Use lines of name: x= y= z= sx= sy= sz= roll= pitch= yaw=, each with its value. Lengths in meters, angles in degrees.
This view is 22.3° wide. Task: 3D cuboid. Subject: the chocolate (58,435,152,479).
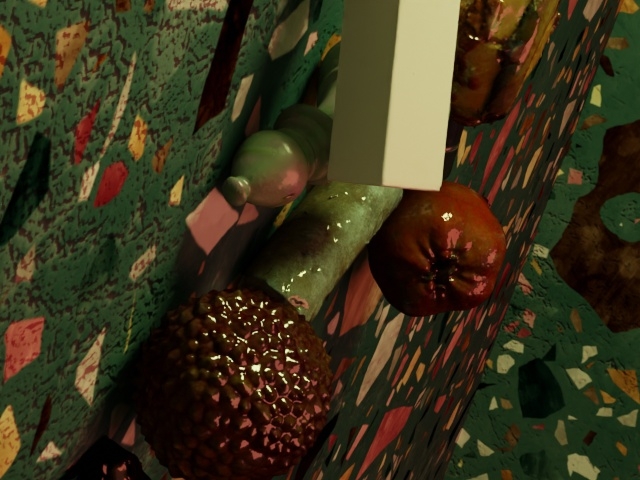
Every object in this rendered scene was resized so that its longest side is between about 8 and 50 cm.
chocolate: x=-0.155 y=0.313 z=1.451 sx=0.206 sy=0.177 sz=0.224 roll=-44 pitch=156 yaw=-57

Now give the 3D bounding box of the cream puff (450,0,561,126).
cream puff: x=0.189 y=-0.249 z=1.863 sx=0.240 sy=0.164 sz=0.240 roll=-63 pitch=-179 yaw=2

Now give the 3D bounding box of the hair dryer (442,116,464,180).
hair dryer: x=0.105 y=-0.112 z=1.998 sx=0.219 sy=0.071 sz=0.124 roll=-38 pitch=148 yaw=-46

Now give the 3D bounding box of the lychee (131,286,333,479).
lychee: x=-0.083 y=0.124 z=1.436 sx=0.188 sy=0.188 sz=0.188 roll=-59 pitch=165 yaw=-27

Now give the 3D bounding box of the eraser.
eraser: x=0.071 y=-0.196 z=1.445 sx=0.078 sy=0.076 sz=0.298 roll=4 pitch=92 yaw=-41

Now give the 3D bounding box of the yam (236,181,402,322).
yam: x=0.000 y=0.000 z=1.698 sx=0.259 sy=0.093 sz=0.093 roll=-52 pitch=160 yaw=-45

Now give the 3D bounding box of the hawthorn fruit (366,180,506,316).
hawthorn fruit: x=0.150 y=-0.002 z=2.108 sx=0.202 sy=0.185 sz=0.185 roll=-83 pitch=-172 yaw=-61

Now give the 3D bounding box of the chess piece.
chess piece: x=-0.003 y=-0.095 z=1.514 sx=0.272 sy=0.139 sz=0.139 roll=-35 pitch=148 yaw=-44
